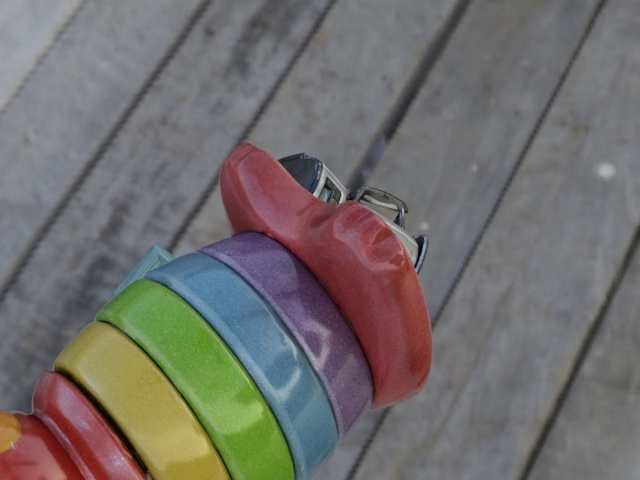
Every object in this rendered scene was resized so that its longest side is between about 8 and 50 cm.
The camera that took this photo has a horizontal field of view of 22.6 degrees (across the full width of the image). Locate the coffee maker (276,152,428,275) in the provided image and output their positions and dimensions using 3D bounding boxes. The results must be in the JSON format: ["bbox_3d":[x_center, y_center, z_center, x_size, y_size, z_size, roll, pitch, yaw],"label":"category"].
[{"bbox_3d":[0.000,0.000,1.781,0.171,0.178,0.120,-32,32,37],"label":"coffee maker"}]

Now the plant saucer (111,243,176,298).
[{"bbox_3d":[-0.100,0.088,1.487,0.192,0.018,0.067,41,85,-9],"label":"plant saucer"}]

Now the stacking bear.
[{"bbox_3d":[-0.094,0.101,0.903,0.289,0.164,0.175,-34,37,-20],"label":"stacking bear"}]
